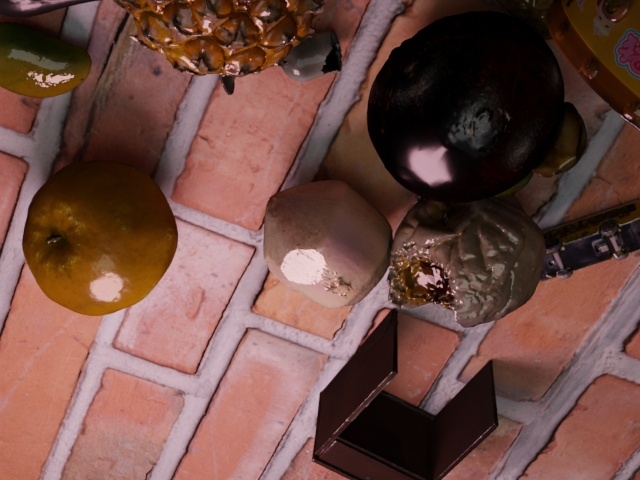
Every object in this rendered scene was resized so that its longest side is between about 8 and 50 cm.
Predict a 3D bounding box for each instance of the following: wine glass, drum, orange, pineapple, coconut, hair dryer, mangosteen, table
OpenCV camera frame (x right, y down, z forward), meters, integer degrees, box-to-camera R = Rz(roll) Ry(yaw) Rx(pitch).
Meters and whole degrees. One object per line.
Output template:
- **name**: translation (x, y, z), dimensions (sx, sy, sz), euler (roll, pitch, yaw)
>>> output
- **wine glass**: translation (-0.065, -0.292, 1.883), dimensions (0.195, 0.079, 0.079), euler (-10, 125, 14)
- **drum**: translation (0.543, -0.283, 1.623), dimensions (0.431, 0.431, 0.214), euler (28, 122, -15)
- **orange**: translation (-0.382, -0.005, 2.020), dimensions (0.279, 0.235, 0.279), euler (2, 94, 34)
- **pineapple**: translation (-0.143, -0.413, 1.661), dimensions (0.352, 0.352, 0.300), euler (5, 136, 2)
- **coconut**: translation (0.000, 0.000, 2.012), dimensions (0.234, 0.224, 0.224), euler (30, 124, -31)
- **hair dryer**: translation (-0.437, -0.480, 1.785), dimensions (0.235, 0.091, 0.272), euler (-4, 122, -3)
- **mangosteen**: translation (0.235, -0.197, 1.787), dimensions (0.330, 0.330, 0.330), euler (3, 127, 4)
- **table**: translation (0.164, 0.333, 2.250), dimensions (0.250, 0.196, 0.282), euler (29, 123, -14)

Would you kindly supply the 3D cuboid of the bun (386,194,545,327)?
- **bun**: translation (0.249, 0.007, 1.966), dimensions (0.281, 0.281, 0.205), euler (-10, 123, 12)

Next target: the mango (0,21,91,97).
- **mango**: translation (-0.483, -0.294, 1.917), dimensions (0.191, 0.085, 0.122), euler (22, 122, -9)

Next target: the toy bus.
- **toy bus**: translation (0.477, 0.001, 2.050), dimensions (0.226, 0.074, 0.081), euler (-21, 123, 19)

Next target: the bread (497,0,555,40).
- **bread**: translation (0.246, -0.431, 1.746), dimensions (0.367, 0.077, 0.084), euler (37, 145, -20)
